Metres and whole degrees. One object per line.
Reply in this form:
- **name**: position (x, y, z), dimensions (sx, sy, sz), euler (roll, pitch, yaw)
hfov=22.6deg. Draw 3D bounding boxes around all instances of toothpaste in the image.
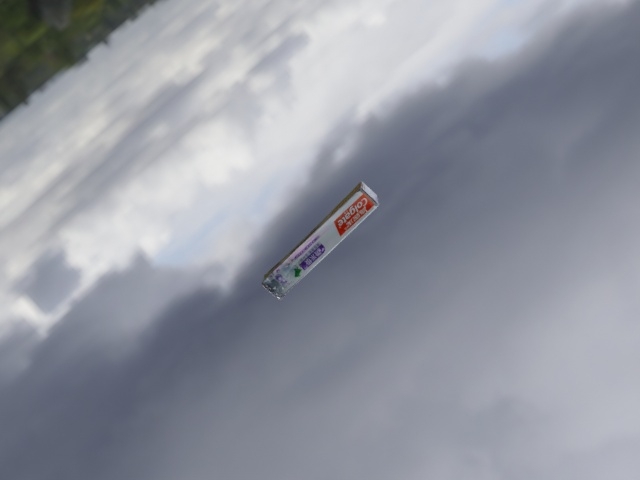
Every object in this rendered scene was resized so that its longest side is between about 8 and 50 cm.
- **toothpaste**: position (0.000, 0.000, 2.207), dimensions (0.196, 0.040, 0.047), euler (-44, -168, 13)
